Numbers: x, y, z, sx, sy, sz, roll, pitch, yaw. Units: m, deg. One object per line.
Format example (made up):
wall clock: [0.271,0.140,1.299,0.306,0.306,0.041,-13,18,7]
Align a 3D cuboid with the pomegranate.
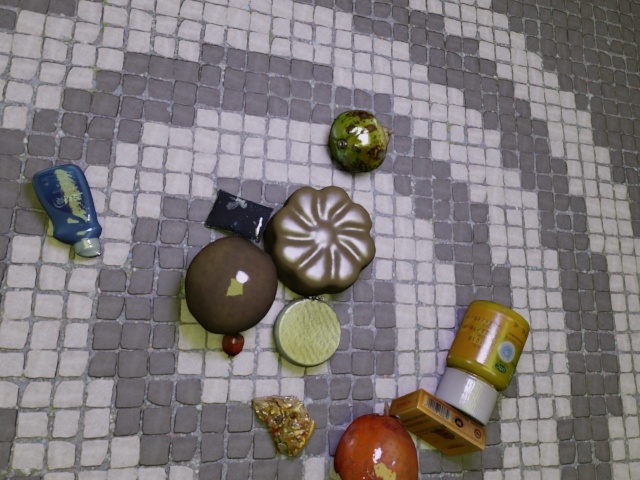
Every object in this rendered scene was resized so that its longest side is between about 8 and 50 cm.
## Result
pomegranate: [0.168,-0.361,1.596,0.276,0.204,0.222,-12,101,-15]

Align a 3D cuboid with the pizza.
pizza: [-0.109,0.569,1.414,0.147,0.069,0.226,-32,89,-17]

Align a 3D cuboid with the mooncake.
mooncake: [0.000,0.000,1.485,0.378,0.201,0.379,3,78,-15]

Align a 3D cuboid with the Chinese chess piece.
Chinese chess piece: [-0.042,0.300,1.471,0.237,0.092,0.238,3,79,-14]

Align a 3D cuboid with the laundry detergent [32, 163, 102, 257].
laundry detergent: [-0.750,-0.079,1.343,0.143,0.094,0.290,-22,86,-22]

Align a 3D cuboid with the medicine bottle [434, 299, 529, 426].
medicine bottle: [0.557,0.421,1.546,0.224,0.224,0.385,34,72,-7]

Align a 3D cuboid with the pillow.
pillow: [-0.271,-0.083,1.475,0.208,0.055,0.142,17,75,13]

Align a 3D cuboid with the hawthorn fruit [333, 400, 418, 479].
hawthorn fruit: [0.182,0.657,1.391,0.275,0.276,0.308,23,60,-11]

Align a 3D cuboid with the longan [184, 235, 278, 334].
longan: [-0.272,0.140,1.347,0.297,0.297,0.298,3,79,-15]

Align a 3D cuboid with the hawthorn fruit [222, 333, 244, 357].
hawthorn fruit: [-0.278,0.329,1.411,0.077,0.077,0.077,3,79,-15]

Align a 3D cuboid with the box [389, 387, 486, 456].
box: [0.387,0.613,1.483,0.274,0.174,0.076,34,50,-7]
